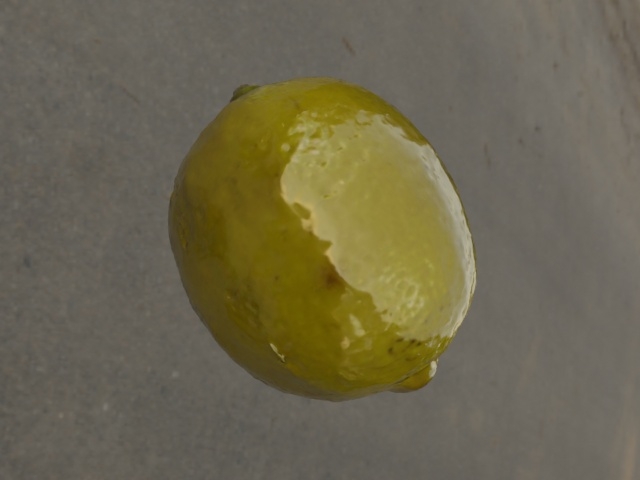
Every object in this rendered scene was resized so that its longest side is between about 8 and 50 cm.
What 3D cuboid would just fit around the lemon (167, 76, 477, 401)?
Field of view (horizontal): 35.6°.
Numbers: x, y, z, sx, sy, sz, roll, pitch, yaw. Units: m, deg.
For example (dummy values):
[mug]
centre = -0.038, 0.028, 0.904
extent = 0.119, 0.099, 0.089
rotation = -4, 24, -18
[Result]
[lemon]
centre = 0.002, 0.002, 0.848
extent = 0.260, 0.260, 0.284
rotation = -39, 117, -57
